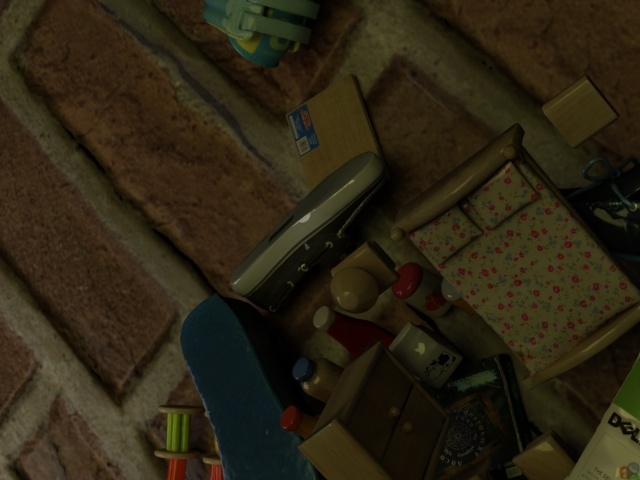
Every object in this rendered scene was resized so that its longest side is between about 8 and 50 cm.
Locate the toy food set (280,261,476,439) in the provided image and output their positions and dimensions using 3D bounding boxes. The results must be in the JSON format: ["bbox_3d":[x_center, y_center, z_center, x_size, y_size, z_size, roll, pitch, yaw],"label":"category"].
[{"bbox_3d":[0.055,0.101,1.386,0.232,0.104,0.111,-53,31,10],"label":"toy food set"}]

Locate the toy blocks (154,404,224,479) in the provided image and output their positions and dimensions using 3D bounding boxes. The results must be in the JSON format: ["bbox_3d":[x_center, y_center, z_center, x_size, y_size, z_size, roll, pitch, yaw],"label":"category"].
[{"bbox_3d":[-0.132,0.260,1.570,0.123,0.054,0.148,1,86,36],"label":"toy blocks"}]

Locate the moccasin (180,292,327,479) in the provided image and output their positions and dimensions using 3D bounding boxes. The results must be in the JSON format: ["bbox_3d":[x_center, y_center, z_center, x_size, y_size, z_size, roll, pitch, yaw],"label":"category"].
[{"bbox_3d":[-0.032,0.206,1.467,0.138,0.117,0.342,-29,66,28],"label":"moccasin"}]

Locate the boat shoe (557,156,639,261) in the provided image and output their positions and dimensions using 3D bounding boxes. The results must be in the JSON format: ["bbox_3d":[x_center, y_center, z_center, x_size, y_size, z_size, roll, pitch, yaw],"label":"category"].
[{"bbox_3d":[0.292,-0.032,1.265,0.258,0.109,0.089,8,106,22],"label":"boat shoe"}]

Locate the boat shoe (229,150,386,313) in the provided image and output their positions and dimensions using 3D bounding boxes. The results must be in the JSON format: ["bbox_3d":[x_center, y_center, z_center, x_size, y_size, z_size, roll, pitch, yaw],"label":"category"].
[{"bbox_3d":[0.000,0.000,1.488,0.076,0.080,0.228,41,116,-13],"label":"boat shoe"}]

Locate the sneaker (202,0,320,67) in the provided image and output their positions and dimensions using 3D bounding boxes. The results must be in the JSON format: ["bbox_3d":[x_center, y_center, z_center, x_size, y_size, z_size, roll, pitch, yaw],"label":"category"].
[{"bbox_3d":[-0.003,-0.290,1.487,0.319,0.127,0.208,-2,82,46],"label":"sneaker"}]

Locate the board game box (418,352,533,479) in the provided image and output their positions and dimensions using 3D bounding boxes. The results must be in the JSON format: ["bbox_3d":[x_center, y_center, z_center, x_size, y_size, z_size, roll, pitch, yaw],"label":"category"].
[{"bbox_3d":[0.119,0.197,1.408,0.186,0.026,0.126,-22,73,33],"label":"board game box"}]

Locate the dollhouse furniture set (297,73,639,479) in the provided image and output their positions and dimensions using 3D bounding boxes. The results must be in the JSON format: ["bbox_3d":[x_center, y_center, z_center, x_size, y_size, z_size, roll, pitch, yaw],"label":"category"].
[{"bbox_3d":[0.173,0.097,1.192,0.355,0.174,0.303,-39,98,25],"label":"dollhouse furniture set"}]

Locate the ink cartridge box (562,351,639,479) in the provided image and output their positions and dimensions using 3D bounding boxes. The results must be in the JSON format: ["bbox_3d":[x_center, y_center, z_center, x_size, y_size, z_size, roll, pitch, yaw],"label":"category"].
[{"bbox_3d":[0.304,0.252,1.225,0.189,0.097,0.255,36,105,33],"label":"ink cartridge box"}]

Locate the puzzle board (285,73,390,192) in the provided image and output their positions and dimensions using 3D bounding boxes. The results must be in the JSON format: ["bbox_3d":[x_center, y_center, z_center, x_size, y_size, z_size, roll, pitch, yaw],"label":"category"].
[{"bbox_3d":[0.018,-0.101,1.521,0.096,0.011,0.128,-30,68,32],"label":"puzzle board"}]
